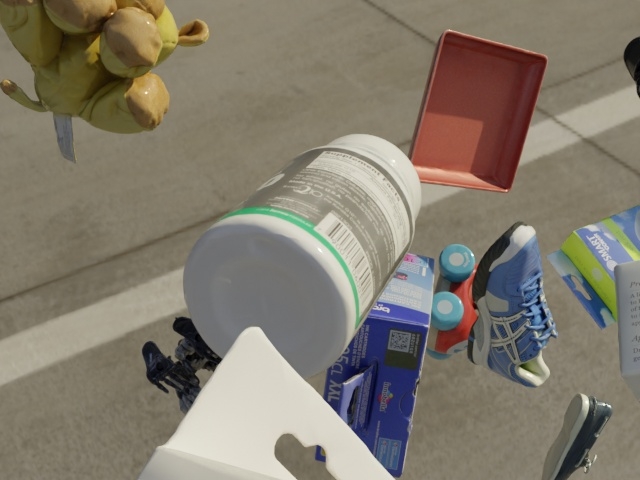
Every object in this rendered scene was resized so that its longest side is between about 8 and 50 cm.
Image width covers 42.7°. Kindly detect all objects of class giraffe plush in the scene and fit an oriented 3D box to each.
[{"bbox_3d":[-0.203,-0.200,0.822,0.181,0.210,0.170,33,51,-1],"label":"giraffe plush"}]

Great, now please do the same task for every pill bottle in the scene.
[{"bbox_3d":[0.000,0.000,1.026,0.204,0.204,0.361,11,27,18],"label":"pill bottle"}]

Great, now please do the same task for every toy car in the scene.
[{"bbox_3d":[0.343,0.148,1.673,0.238,0.219,0.210,13,65,12],"label":"toy car"}]

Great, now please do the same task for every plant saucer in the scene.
[{"bbox_3d":[0.268,-0.223,1.450,0.258,0.259,0.048,4,16,-34],"label":"plant saucer"}]

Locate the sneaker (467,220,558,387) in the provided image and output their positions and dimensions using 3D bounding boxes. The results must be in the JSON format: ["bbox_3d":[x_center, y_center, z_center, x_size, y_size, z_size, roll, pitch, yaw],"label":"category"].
[{"bbox_3d":[0.202,0.066,0.820,0.080,0.211,0.081,-38,52,-25],"label":"sneaker"}]

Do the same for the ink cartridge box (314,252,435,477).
[{"bbox_3d":[0.095,0.196,1.350,0.151,0.270,0.395,9,18,5],"label":"ink cartridge box"}]

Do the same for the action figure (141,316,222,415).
[{"bbox_3d":[-0.158,0.179,1.192,0.164,0.276,0.141,-40,79,2],"label":"action figure"}]

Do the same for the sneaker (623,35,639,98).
[{"bbox_3d":[0.569,-0.268,1.348,0.124,0.107,0.283,9,36,-26],"label":"sneaker"}]

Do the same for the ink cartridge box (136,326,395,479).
[{"bbox_3d":[-0.030,0.236,0.352,0.119,0.207,0.353,2,51,42],"label":"ink cartridge box"}]

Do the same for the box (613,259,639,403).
[{"bbox_3d":[0.365,0.095,0.685,0.181,0.182,0.119,-16,43,33],"label":"box"}]

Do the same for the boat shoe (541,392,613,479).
[{"bbox_3d":[0.524,0.430,1.689,0.079,0.254,0.095,16,19,0],"label":"boat shoe"}]

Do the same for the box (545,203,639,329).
[{"bbox_3d":[0.357,0.019,0.919,0.178,0.042,0.109,-20,62,-23],"label":"box"}]
